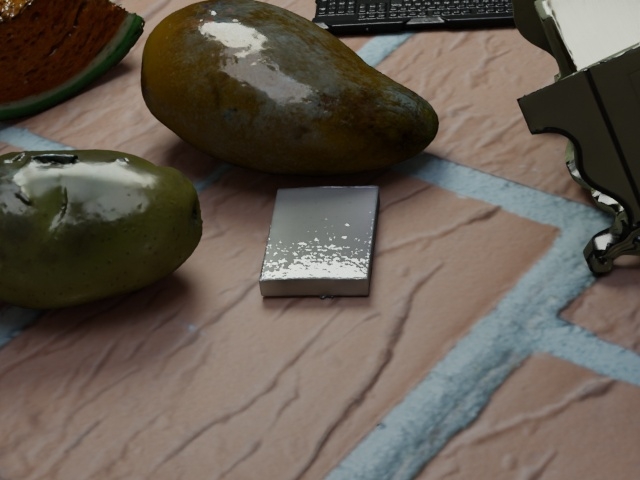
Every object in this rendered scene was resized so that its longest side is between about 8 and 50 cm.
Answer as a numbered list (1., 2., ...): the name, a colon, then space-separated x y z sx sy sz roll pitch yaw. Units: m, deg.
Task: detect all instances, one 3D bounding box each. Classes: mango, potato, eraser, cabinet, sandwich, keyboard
1. mango: -0.036 -0.146 1.767 0.316 0.146 0.193 21 44 12
2. potato: -0.234 -0.017 1.616 0.248 0.143 0.169 -3 47 4
3. eraser: 0.000 0.000 1.655 0.103 0.023 0.150 -1 37 8
4. cabinet: 0.333 -0.180 1.612 0.318 0.227 0.290 -24 38 9
5. sandwich: -0.319 -0.218 1.901 0.235 0.159 0.079 -43 51 -11
6. keyboard: 0.121 -0.272 2.003 0.262 0.016 0.106 -2 37 6
